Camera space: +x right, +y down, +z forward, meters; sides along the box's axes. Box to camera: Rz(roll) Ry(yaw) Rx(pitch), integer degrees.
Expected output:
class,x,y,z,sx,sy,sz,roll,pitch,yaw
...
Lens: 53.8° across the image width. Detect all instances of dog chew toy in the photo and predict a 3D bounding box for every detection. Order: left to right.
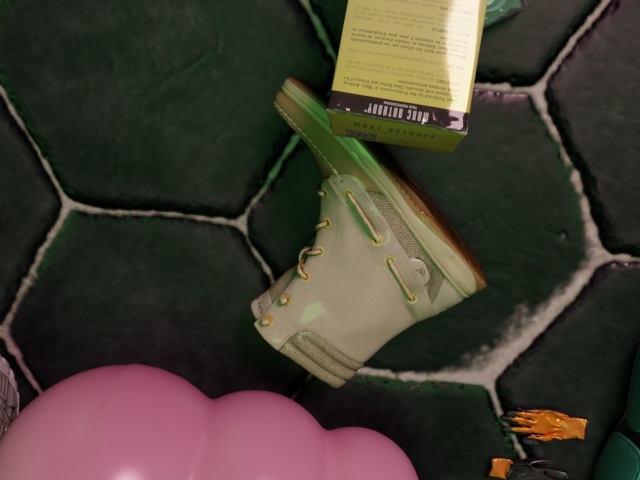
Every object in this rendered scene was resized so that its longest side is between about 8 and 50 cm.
class,x,y,z,sx,sy,sz,roll,pitch,yaw
dog chew toy,-0.076,0.208,0.493,0.331,0.206,0.207,5,106,-3

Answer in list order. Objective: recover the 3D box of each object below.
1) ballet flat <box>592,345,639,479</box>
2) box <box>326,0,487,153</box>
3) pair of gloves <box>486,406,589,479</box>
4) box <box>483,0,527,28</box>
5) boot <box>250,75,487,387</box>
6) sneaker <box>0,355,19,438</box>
class,x,y,z,sx,sy,sz,roll,pitch,yaw
ballet flat,0.270,0.160,0.510,0.052,0.057,0.168,8,107,-6
box,0.065,-0.178,0.396,0.087,0.058,0.232,9,87,3
pair of gloves,0.188,0.183,0.547,0.074,0.010,0.083,9,107,3
box,0.095,-0.179,0.451,0.083,0.018,0.067,-22,102,12
boot,0.000,0.000,0.485,0.165,0.077,0.213,-40,98,17
sneaker,-0.303,0.172,0.514,0.115,0.090,0.232,-5,128,-9
